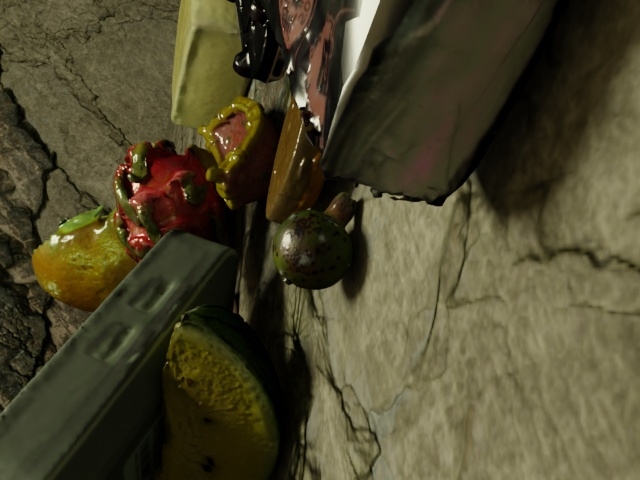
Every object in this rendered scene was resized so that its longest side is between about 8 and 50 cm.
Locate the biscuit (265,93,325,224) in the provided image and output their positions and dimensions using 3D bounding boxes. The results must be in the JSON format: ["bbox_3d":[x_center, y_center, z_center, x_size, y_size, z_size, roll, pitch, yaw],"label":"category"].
[{"bbox_3d":[-0.008,-0.099,0.737,0.170,0.050,0.170,-166,90,-79],"label":"biscuit"}]

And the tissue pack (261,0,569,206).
[{"bbox_3d":[0.052,-0.209,0.462,0.332,0.123,0.245,-107,34,-48],"label":"tissue pack"}]

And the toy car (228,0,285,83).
[{"bbox_3d":[-0.040,-0.253,0.818,0.089,0.108,0.210,118,150,-46],"label":"toy car"}]

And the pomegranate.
[{"bbox_3d":[0.000,0.002,0.638,0.084,0.073,0.073,-46,32,23],"label":"pomegranate"}]

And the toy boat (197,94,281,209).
[{"bbox_3d":[-0.105,-0.114,0.990,0.318,0.099,0.141,-121,45,-69],"label":"toy boat"}]

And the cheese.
[{"bbox_3d":[-0.181,-0.360,1.303,0.242,0.124,0.265,125,149,-51],"label":"cheese"}]

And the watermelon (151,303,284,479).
[{"bbox_3d":[-0.106,0.187,0.790,0.123,0.129,0.301,-112,28,-51],"label":"watermelon"}]

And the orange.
[{"bbox_3d":[-0.278,0.004,1.195,0.196,0.334,0.262,62,177,18],"label":"orange"}]

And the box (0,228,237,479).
[{"bbox_3d":[-0.227,0.231,0.889,0.396,0.111,0.396,-56,-15,-41],"label":"box"}]

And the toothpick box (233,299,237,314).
[{"bbox_3d":[-0.187,0.116,1.153,0.149,0.098,0.098,144,131,-69],"label":"toothpick box"}]

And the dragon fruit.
[{"bbox_3d":[-0.195,-0.049,1.005,0.160,0.166,0.172,-6,101,38],"label":"dragon fruit"}]
